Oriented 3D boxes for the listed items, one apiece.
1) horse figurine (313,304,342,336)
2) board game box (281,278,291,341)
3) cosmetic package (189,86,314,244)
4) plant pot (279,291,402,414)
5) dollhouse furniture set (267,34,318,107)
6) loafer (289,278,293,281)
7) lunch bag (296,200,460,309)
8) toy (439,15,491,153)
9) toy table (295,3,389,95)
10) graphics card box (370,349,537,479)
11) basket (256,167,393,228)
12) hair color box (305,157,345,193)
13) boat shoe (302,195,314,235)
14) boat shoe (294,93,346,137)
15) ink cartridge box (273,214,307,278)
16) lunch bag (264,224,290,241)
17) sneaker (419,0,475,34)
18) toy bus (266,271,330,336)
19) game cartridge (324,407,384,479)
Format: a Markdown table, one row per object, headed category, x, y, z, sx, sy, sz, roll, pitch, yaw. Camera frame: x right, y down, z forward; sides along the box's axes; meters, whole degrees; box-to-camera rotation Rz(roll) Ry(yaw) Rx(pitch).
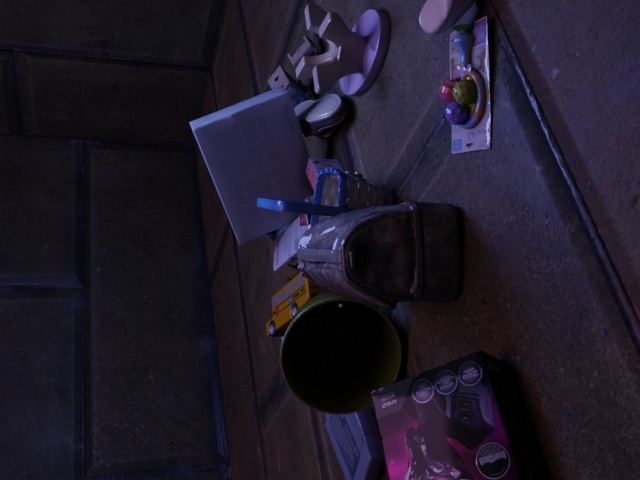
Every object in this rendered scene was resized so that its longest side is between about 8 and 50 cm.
| category | x | y | z | sx | sy | sz | roll | pitch | yaw |
| --- | --- | --- | --- | --- | --- | --- | --- | --- | --- |
| horse figurine | 0.026 | 0.269 | 1.948 | 0.263 | 0.066 | 0.174 | 153 | 110 | -66 |
| board game box | -0.098 | 0.242 | 2.332 | 0.211 | 0.039 | 0.160 | 119 | 146 | -55 |
| cosmetic package | -0.174 | -0.212 | 1.997 | 0.097 | 0.284 | 0.377 | -125 | 15 | -62 |
| plant pot | 0.034 | 0.231 | 1.686 | 0.293 | 0.275 | 0.275 | -113 | 27 | -78 |
| dollhouse furniture set | -0.046 | -0.500 | 2.130 | 0.184 | 0.129 | 0.129 | -47 | 38 | 19 |
| loafer | -0.027 | 0.077 | 2.094 | 0.220 | 0.080 | 0.078 | -34 | 53 | 56 |
| lunch bag | 0.108 | 0.028 | 1.432 | 0.305 | 0.256 | 0.212 | -178 | 88 | -71 |
| toy | 0.262 | -0.287 | 1.303 | 0.137 | 0.056 | 0.237 | -171 | 82 | -72 |
| toy table | 0.049 | -0.476 | 1.753 | 0.274 | 0.161 | 0.252 | 120 | 145 | -53 |
| graphics card box | 0.235 | 0.396 | 1.153 | 0.233 | 0.094 | 0.371 | -27 | 56 | 26 |
| basket | 0.007 | -0.075 | 1.667 | 0.255 | 0.289 | 0.201 | -159 | 71 | -70 |
| hair color box | 0.025 | -0.161 | 1.912 | 0.167 | 0.093 | 0.053 | -111 | 29 | -47 |
| boat shoe | 0.000 | 0.000 | 1.875 | 0.113 | 0.103 | 0.302 | 112 | 164 | -44 |
| boat shoe | 0.001 | -0.349 | 1.988 | 0.109 | 0.091 | 0.305 | -48 | 23 | -13 |
| ink cartridge box | -0.059 | 0.011 | 2.021 | 0.175 | 0.072 | 0.127 | -41 | 38 | 41 |
| lunch bag | -0.176 | -0.152 | 2.370 | 0.223 | 0.160 | 0.262 | -123 | 25 | -56 |
| sneaker | 0.269 | -0.470 | 1.267 | 0.080 | 0.094 | 0.212 | 53 | 124 | 16 |
| toy bus | -0.061 | 0.192 | 2.073 | 0.332 | 0.108 | 0.130 | -42 | 51 | 55 |
| game cartridge | 0.086 | 0.501 | 1.794 | 0.297 | 0.062 | 0.198 | -118 | 38 | -53 |
